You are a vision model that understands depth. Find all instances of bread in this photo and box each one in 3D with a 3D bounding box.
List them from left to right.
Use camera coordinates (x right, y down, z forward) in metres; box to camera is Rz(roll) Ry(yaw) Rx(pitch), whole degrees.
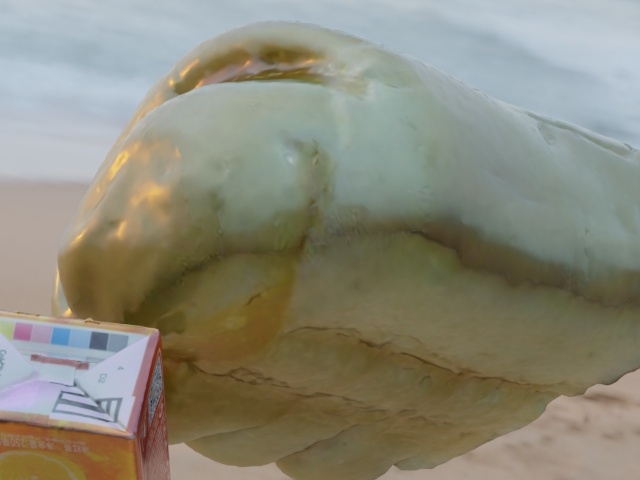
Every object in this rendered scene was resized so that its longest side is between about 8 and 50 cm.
[{"bbox_3d":[0.000,0.000,1.033,0.341,0.300,0.210,13,51,-35],"label":"bread"}]

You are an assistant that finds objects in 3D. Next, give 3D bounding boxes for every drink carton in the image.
[{"bbox_3d":[-0.127,0.135,0.885,0.096,0.222,0.071,7,46,4],"label":"drink carton"}]
